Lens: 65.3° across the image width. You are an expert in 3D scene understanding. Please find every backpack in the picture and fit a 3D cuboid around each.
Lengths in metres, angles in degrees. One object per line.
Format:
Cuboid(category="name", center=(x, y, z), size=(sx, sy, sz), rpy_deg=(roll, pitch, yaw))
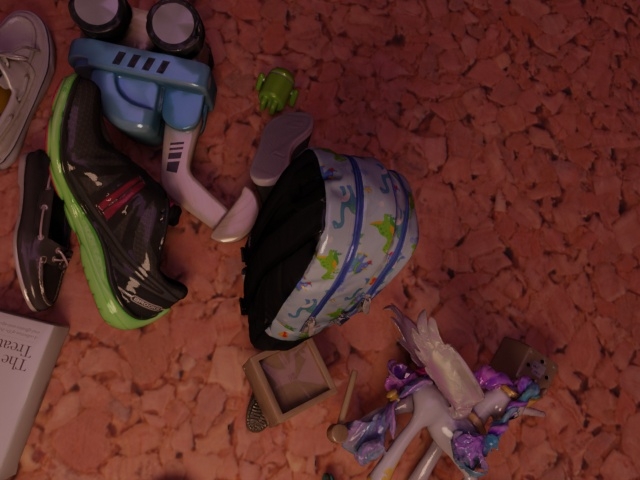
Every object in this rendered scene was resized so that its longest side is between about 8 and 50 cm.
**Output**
Cuboid(category="backpack", center=(0.000, 0.000, 0.851), size=(0.273, 0.356, 0.290), rpy_deg=(3, 55, -8))

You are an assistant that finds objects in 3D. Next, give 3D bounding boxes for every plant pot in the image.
Cuboid(category="plant pot", center=(0.436, 0.278, 1.066), size=(0.109, 0.096, 0.109), rpy_deg=(35, 75, 1))

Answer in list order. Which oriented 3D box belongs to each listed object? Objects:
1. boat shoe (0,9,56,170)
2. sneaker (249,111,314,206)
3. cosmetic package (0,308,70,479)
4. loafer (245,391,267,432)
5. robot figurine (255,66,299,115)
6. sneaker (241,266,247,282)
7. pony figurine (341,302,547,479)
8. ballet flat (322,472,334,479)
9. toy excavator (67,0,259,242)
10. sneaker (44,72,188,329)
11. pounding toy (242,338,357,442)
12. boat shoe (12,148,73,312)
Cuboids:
Cuboid(category="boat shoe", center=(-0.662, -0.337, 1.020), size=(0.135, 0.156, 0.367), rpy_deg=(13, 76, -5))
Cuboid(category="sneaker", center=(-0.077, -0.164, 1.102), size=(0.104, 0.147, 0.296), rpy_deg=(5, 44, 12))
Cuboid(category="cosmetic package", center=(-0.706, 0.246, 0.909), size=(0.377, 0.097, 0.285), rpy_deg=(15, 78, -5))
Cuboid(category="loafer", center=(-0.110, 0.309, 1.001), size=(0.056, 0.050, 0.148), rpy_deg=(24, 71, -8))
Cuboid(category="robot figurine", center=(-0.101, -0.347, 1.151), size=(0.101, 0.067, 0.115), rpy_deg=(23, 74, -3))
Cuboid(category="sneaker", center=(-0.060, 0.091, 1.058), size=(0.211, 0.080, 0.081), rpy_deg=(-1, 98, -8))
Cuboid(category="pony figurine", center=(0.216, 0.314, 0.959), size=(0.363, 0.303, 0.351), rpy_deg=(-43, 94, -1))
Cuboid(category="ballet flat", center=(0.029, 0.577, 0.946), size=(0.087, 0.083, 0.247), rpy_deg=(-24, 79, 1))
Cuboid(category="toy excavator", center=(-0.314, -0.243, 1.048), size=(0.432, 0.222, 0.446), rpy_deg=(11, 89, -6))
Cuboid(category="sneaker", center=(-0.383, -0.075, 0.965), size=(0.202, 0.185, 0.483), rpy_deg=(-17, 104, -19))
Cuboid(category="pounding toy", center=(-0.021, 0.290, 0.950), size=(0.181, 0.094, 0.206), rpy_deg=(-20, 73, -28))
Cuboid(category="boat shoe", center=(-0.534, -0.030, 0.991), size=(0.095, 0.112, 0.335), rpy_deg=(-9, 75, -6))
